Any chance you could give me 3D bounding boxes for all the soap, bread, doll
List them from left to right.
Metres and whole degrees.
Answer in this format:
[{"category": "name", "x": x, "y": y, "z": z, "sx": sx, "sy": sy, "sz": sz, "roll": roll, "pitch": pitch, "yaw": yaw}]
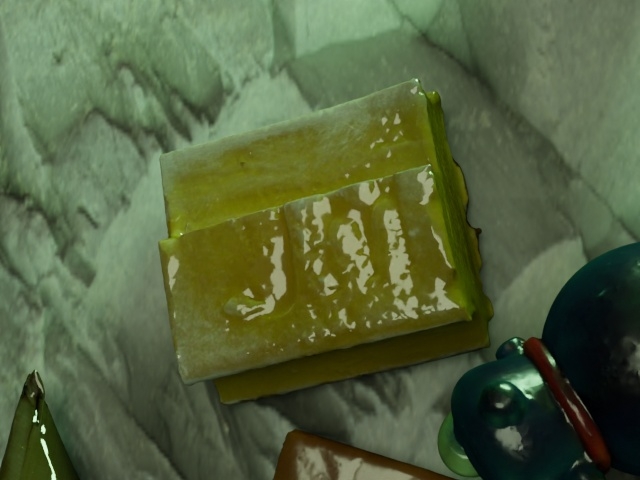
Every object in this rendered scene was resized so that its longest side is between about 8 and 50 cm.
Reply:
[{"category": "soap", "x": 0.000, "y": 0.000, "z": 1.277, "sx": 0.281, "sy": 0.143, "sz": 0.259, "roll": -17, "pitch": 69, "yaw": 18}, {"category": "bread", "x": 0.066, "y": 0.242, "z": 1.237, "sx": 0.226, "sy": 0.049, "sz": 0.088, "roll": 16, "pitch": 80, "yaw": 19}, {"category": "doll", "x": 0.249, "y": 0.119, "z": 1.129, "sx": 0.322, "sy": 0.186, "sz": 0.198, "roll": -32, "pitch": 55, "yaw": -4}]

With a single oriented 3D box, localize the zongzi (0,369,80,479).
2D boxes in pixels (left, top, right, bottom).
[{"category": "zongzi", "x": -0.200, "y": 0.290, "z": 1.271, "sx": 0.260, "sy": 0.123, "sz": 0.289, "roll": 12, "pitch": 76, "yaw": 15}]
